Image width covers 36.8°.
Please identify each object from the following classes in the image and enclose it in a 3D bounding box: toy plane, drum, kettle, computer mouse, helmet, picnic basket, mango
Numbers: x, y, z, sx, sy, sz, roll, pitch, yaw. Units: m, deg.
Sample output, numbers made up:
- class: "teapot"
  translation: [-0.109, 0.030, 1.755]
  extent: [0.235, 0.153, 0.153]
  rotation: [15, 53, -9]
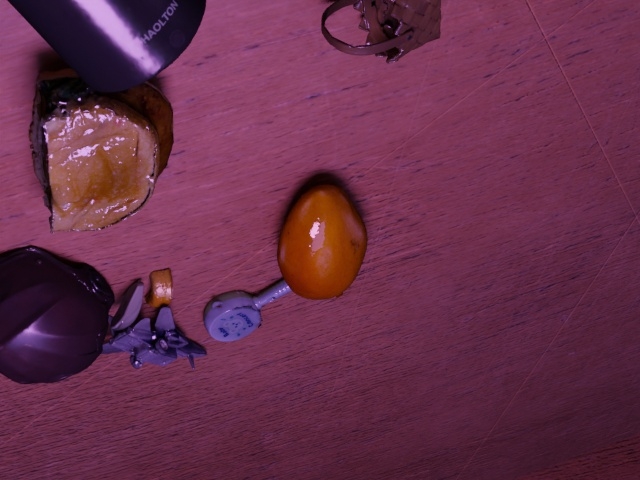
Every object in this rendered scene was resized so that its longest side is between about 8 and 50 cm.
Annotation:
- class: "toy plane"
  translation: [-0.310, 0.215, 1.915]
  extent: [0.212, 0.088, 0.267]
  rotation: [-30, 144, 22]
- class: "drum"
  translation: [-0.114, 0.132, 1.952]
  extent: [0.253, 0.049, 0.130]
  rotation: [-20, 142, -6]
- class: "kettle"
  translation: [-0.278, -0.365, 1.150]
  extent: [0.262, 0.203, 0.308]
  rotation: [-30, 139, 11]
- class: "computer mouse"
  translation: [-0.349, 0.122, 1.782]
  extent: [0.032, 0.110, 0.056]
  rotation: [36, 149, -25]
- class: "helmet"
  translation: [-0.482, 0.157, 1.689]
  extent: [0.225, 0.177, 0.305]
  rotation: [-40, 139, 18]
- class: "picnic basket"
  translation: [0.086, -0.330, 1.435]
  extent: [0.178, 0.128, 0.138]
  rotation: [-31, 143, -19]
- class: "mango"
  translation: [0.000, 0.000, 1.784]
  extent: [0.187, 0.138, 0.257]
  rotation: [-34, 149, -7]

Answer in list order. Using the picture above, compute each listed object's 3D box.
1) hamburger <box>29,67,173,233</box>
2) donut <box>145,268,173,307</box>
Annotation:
- class: "hamburger"
  translation: [-0.321, -0.142, 1.444]
  extent: [0.211, 0.132, 0.309]
  rotation: [-9, 141, -20]
- class: "donut"
  translation: [-0.309, 0.094, 1.822]
  extent: [0.037, 0.067, 0.083]
  rotation: [-6, 172, -31]
